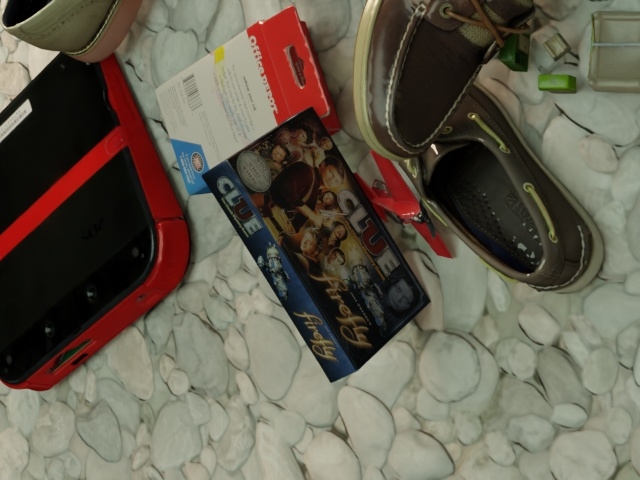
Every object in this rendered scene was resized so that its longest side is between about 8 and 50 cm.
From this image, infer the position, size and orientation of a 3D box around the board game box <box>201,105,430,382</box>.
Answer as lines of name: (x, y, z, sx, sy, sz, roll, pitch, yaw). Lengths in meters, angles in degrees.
board game box: (0.000, 0.000, 1.685, 0.042, 0.165, 0.243, -27, 97, 38)

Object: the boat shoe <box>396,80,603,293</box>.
boat shoe: (0.142, -0.074, 1.640, 0.116, 0.097, 0.324, -51, 62, 22)

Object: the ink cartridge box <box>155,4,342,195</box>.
ink cartridge box: (-0.066, -0.153, 1.831, 0.231, 0.078, 0.134, -26, 78, 39)

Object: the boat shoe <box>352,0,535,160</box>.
boat shoe: (0.139, -0.234, 1.558, 0.123, 0.123, 0.342, 14, 78, 52)

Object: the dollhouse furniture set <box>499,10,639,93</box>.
dollhouse furniture set: (0.251, -0.178, 1.594, 0.152, 0.058, 0.076, 3, 89, 21)

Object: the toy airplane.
toy airplane: (0.077, -0.039, 1.713, 0.028, 0.151, 0.151, -39, 62, -9)

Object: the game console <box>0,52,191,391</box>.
game console: (-0.332, -0.025, 2.096, 0.386, 0.060, 0.342, -37, 64, 36)

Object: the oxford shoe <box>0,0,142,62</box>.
oxford shoe: (-0.248, -0.395, 1.909, 0.140, 0.146, 0.397, 29, 105, 36)
